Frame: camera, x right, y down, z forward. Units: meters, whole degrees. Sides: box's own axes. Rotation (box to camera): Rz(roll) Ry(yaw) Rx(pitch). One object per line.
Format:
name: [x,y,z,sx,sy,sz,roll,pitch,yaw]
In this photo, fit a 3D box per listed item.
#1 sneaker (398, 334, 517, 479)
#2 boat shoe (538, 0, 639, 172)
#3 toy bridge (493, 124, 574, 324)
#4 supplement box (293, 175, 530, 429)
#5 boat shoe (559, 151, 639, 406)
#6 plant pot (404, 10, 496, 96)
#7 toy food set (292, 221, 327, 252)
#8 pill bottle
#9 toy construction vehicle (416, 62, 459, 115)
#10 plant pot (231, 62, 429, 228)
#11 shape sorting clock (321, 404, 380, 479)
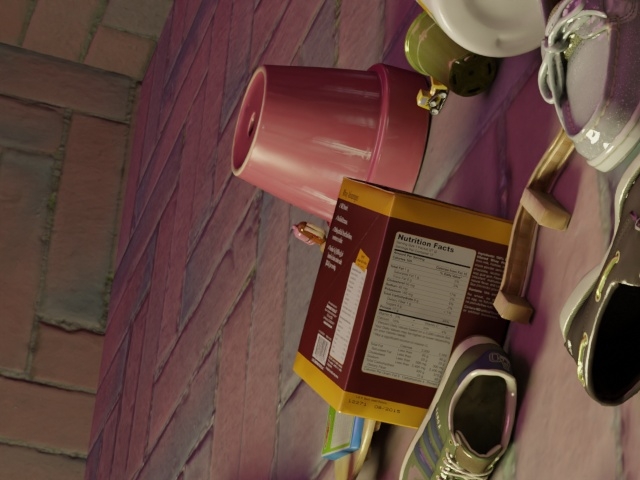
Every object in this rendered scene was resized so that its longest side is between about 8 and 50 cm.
sneaker: [0.114,0.176,1.272,0.086,0.064,0.192,-139,67,-79]
boat shoe: [0.205,-0.194,1.199,0.118,0.103,0.320,125,154,-55]
toy bridge: [0.185,-0.028,1.274,0.063,0.026,0.188,-114,40,-69]
supplement box: [0.077,0.056,1.395,0.191,0.129,0.194,-153,77,-75]
boat shoe: [0.223,0.017,1.000,0.068,0.081,0.227,-95,16,-44]
plant pot: [0.135,-0.182,1.519,0.083,0.083,0.079,-69,28,26]
toy food set: [0.000,0.000,1.806,0.019,0.078,0.122,-61,-5,-4]
pill bottle: [0.143,-0.266,1.428,0.245,0.136,0.136,-112,38,-66]
toy construction vehicle: [0.123,-0.197,1.640,0.086,0.035,0.098,-93,22,-48]
plant pot: [0.004,-0.113,1.725,0.201,0.180,0.201,-166,90,-75]
shape sorting clock: [0.044,0.155,1.601,0.206,0.040,0.206,-168,90,-79]
